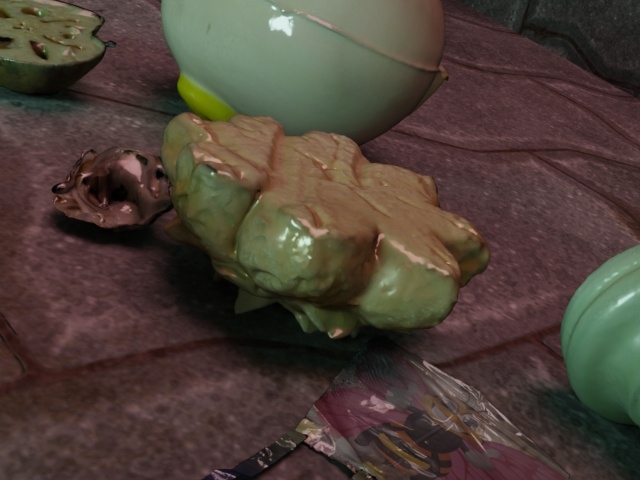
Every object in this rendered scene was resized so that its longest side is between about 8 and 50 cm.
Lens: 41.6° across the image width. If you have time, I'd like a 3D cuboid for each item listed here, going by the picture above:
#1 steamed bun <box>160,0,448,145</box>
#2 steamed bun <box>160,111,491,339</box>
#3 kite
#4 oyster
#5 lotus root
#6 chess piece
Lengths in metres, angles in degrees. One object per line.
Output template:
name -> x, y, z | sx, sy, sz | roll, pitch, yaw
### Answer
steamed bun -> -0.025, -0.270, 1.056 | 0.333, 0.334, 0.374 | -3, 33, -41
steamed bun -> 0.000, 0.000, 0.741 | 0.292, 0.137, 0.295 | 34, 22, 28
kite -> 0.037, 0.157, 0.583 | 0.204, 0.022, 0.360 | 35, 25, 27
oyster -> -0.184, -0.053, 0.797 | 0.108, 0.053, 0.166 | 0, 34, 0
lotus root -> -0.349, -0.224, 0.992 | 0.203, 0.078, 0.183 | 19, 36, 6
chess piece -> 0.317, 0.152, 0.639 | 0.194, 0.195, 0.299 | 13, 35, -17
